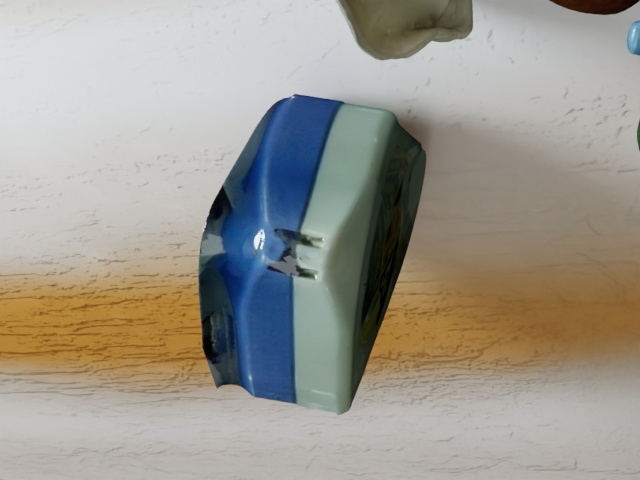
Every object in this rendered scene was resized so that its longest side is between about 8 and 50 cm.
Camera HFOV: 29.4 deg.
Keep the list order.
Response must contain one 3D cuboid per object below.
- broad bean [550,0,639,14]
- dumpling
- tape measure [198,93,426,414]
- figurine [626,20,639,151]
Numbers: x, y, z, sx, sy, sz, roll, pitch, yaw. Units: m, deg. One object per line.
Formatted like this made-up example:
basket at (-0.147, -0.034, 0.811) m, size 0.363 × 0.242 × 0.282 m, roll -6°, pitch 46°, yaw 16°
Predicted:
broad bean at (0.183, -0.227, 0.907) m, size 0.165 × 0.084 × 0.114 m, roll 34°, pitch 176°, yaw -23°
dumpling at (0.054, -0.201, 0.951) m, size 0.099 × 0.134 × 0.169 m, roll -8°, pitch 140°, yaw 29°
tape measure at (0.000, 0.002, 1.136) m, size 0.138 × 0.262 × 0.259 m, roll 17°, pitch 145°, yaw 10°
figurine at (0.320, -0.166, 0.919) m, size 0.127 × 0.185 × 0.234 m, roll 18°, pitch 109°, yaw 35°
